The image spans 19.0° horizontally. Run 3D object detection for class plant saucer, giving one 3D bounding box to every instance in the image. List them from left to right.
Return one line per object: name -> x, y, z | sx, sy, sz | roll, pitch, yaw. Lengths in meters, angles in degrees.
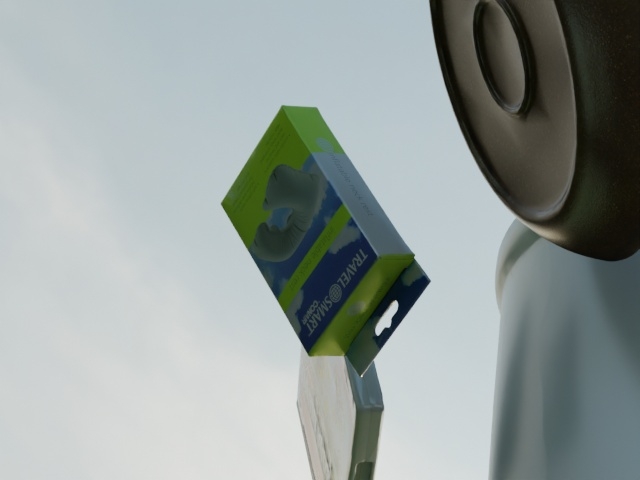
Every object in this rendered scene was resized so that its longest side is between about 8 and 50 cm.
plant saucer -> 0.140, -0.130, 1.287 | 0.310, 0.050, 0.311 | 164, -90, -75

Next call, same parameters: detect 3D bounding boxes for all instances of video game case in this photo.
video game case -> 0.013, 0.140, 1.630 | 0.025, 0.204, 0.285 | -6, -38, -9

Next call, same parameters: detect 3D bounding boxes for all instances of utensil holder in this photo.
utensil holder -> 0.282, 0.182, 1.418 | 0.327, 0.385, 0.328 | 5, -34, 4

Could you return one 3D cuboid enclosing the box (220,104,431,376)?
box -> 0.000, 0.000, 1.401 | 0.109, 0.042, 0.178 | -56, -130, 33
